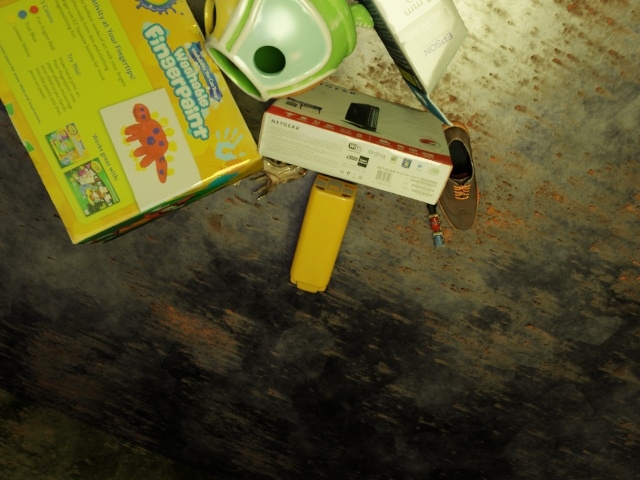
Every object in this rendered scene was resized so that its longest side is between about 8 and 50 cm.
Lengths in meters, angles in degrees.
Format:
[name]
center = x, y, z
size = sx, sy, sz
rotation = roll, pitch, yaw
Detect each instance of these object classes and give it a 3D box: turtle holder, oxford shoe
[turtle holder]
center = -0.087, -0.383, 0.763
size = 0.243, 0.320, 0.227
rotation = 38, 86, 28
[oxford shoe]
center = 0.311, -0.127, 1.052
size = 0.097, 0.098, 0.271
rotation = -11, 119, 16

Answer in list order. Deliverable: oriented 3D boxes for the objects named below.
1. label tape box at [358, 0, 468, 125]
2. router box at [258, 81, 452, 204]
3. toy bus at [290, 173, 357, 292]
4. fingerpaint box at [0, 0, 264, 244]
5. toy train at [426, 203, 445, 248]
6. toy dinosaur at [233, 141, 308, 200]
[label tape box]
center = 0.159, -0.397, 0.819
size = 0.115, 0.249, 0.347
rotation = -34, 112, 15
[router box]
center = 0.076, -0.216, 0.920
size = 0.336, 0.301, 0.082
rotation = 16, 123, -1
[toy bus]
center = 0.000, 0.000, 1.167
size = 0.108, 0.130, 0.332
rotation = 16, 123, 0
[fingerpaint box]
center = -0.369, -0.269, 0.882
size = 0.371, 0.163, 0.444
rotation = -27, 92, -5
[toy train]
center = 0.288, -0.043, 1.146
size = 0.027, 0.036, 0.158
rotation = -11, 119, 16
[toy dinosaur]
center = -0.198, -0.194, 1.098
size = 0.296, 0.200, 0.127
rotation = 30, 88, 17
